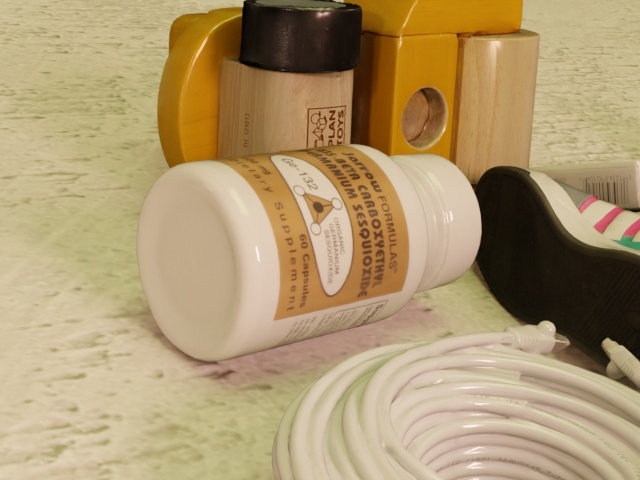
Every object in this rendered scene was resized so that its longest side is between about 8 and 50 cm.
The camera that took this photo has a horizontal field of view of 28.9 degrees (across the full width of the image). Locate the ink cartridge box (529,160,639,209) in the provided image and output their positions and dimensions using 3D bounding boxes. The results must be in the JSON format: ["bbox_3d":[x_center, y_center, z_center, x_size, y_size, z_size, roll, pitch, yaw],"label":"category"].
[{"bbox_3d":[0.303,-0.048,1.130,0.208,0.045,0.206,-2,1,-25],"label":"ink cartridge box"}]

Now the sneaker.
[{"bbox_3d":[0.253,0.018,0.955,0.178,0.123,0.295,3,21,-26],"label":"sneaker"}]

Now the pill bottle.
[{"bbox_3d":[0.000,0.000,0.866,0.229,0.131,0.131,-10,31,-41],"label":"pill bottle"}]

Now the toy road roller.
[{"bbox_3d":[0.008,-0.124,1.084,0.330,0.202,0.241,-10,20,-37],"label":"toy road roller"}]

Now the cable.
[{"bbox_3d":[0.099,0.140,0.648,0.257,0.089,0.257,1,26,-21],"label":"cable"}]
